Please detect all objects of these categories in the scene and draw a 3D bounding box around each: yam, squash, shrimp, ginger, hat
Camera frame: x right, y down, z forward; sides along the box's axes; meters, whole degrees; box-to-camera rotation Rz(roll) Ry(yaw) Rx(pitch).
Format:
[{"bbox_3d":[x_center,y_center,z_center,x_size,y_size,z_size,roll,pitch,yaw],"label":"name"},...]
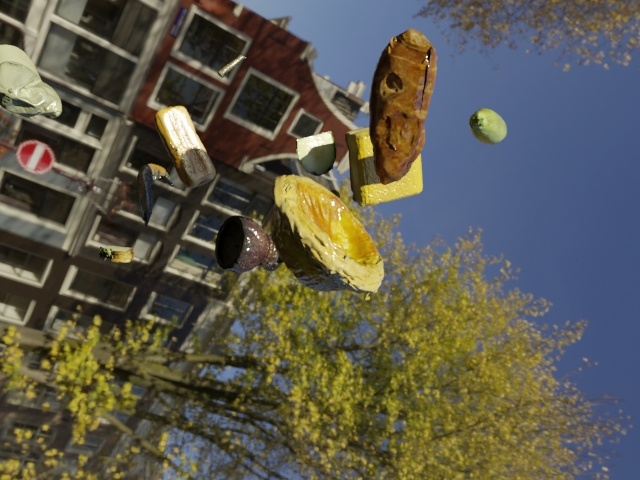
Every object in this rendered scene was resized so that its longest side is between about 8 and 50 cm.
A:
[{"bbox_3d":[-0.337,-0.669,2.103,0.129,0.033,0.027,-47,174,-17],"label":"yam"},{"bbox_3d":[-0.027,-0.385,2.491,0.085,0.191,0.184,21,-55,64],"label":"squash"},{"bbox_3d":[-0.680,-0.187,2.311,0.051,0.198,0.262,1,-86,32],"label":"shrimp"},{"bbox_3d":[0.229,-0.377,1.582,0.254,0.176,0.419,-46,142,-73],"label":"ginger"},{"bbox_3d":[0.591,-0.417,1.990,0.118,0.370,0.119,1,-88,29],"label":"squash"},{"bbox_3d":[-0.591,-0.316,1.083,0.166,0.122,0.081,65,-21,14],"label":"hat"}]

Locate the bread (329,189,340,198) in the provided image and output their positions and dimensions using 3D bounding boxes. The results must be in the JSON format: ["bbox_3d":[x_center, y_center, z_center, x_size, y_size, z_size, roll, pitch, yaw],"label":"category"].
[{"bbox_3d":[0.050,-0.180,2.504,0.060,0.066,0.110,61,-42,43],"label":"bread"}]

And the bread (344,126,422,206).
[{"bbox_3d":[0.280,-0.337,2.390,0.143,0.323,0.334,-149,-131,-63],"label":"bread"}]

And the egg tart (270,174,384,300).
[{"bbox_3d":[0.000,0.000,1.401,0.169,0.387,0.388,-40,-146,18],"label":"egg tart"}]

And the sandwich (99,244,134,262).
[{"bbox_3d":[-0.564,0.038,1.529,0.105,0.093,0.036,-161,-103,-72],"label":"sandwich"}]

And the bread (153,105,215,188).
[{"bbox_3d":[-0.505,-0.344,2.047,0.142,0.305,0.091,-32,-167,-38],"label":"bread"}]

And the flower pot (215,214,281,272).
[{"bbox_3d":[-0.320,0.032,2.613,0.266,0.267,0.267,-16,-112,46],"label":"flower pot"}]
